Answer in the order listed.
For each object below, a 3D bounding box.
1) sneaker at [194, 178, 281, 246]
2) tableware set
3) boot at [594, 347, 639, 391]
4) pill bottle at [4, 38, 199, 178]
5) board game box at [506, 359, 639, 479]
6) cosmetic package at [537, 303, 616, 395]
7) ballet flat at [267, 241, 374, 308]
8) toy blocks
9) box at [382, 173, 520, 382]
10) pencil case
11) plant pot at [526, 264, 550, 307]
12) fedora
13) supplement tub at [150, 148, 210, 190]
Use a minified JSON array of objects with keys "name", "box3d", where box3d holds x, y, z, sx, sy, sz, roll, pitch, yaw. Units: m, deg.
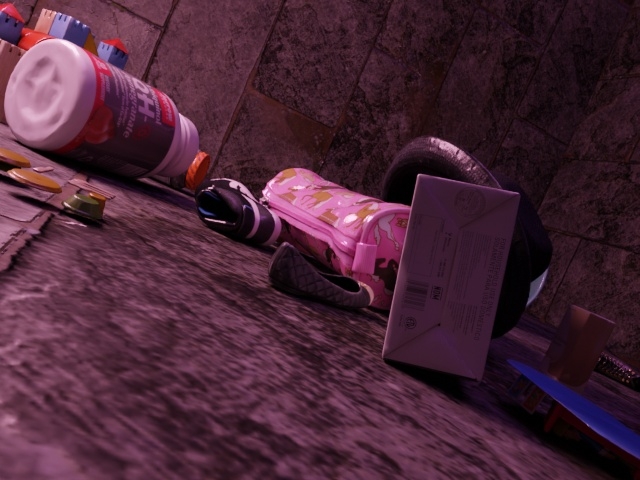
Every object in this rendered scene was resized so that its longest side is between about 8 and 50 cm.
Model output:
[{"name":"sneaker","box3d":[-0.169,-0.067,0.921,0.217,0.079,0.121,28,4,40]},{"name":"tableware set","box3d":[-0.279,-0.057,0.539,0.154,0.024,0.104,24,6,-13]},{"name":"boot","box3d":[0.678,0.288,1.325,0.198,0.077,0.137,21,9,-20]},{"name":"pill bottle","box3d":[-0.363,-0.209,0.997,0.176,0.176,0.318,25,4,24]},{"name":"board game box","box3d":[0.229,0.164,0.479,0.133,0.033,0.168,28,6,-23]},{"name":"cosmetic package","box3d":[0.344,0.150,0.763,0.041,0.115,0.060,23,3,-5]},{"name":"ballet flat","box3d":[0.010,0.046,0.651,0.057,0.049,0.173,28,5,43]},{"name":"toy blocks","box3d":[-0.545,-0.344,1.158,0.191,0.261,0.381,26,4,29]},{"name":"box","box3d":[0.132,0.032,0.610,0.087,0.169,0.290,11,0,9]},{"name":"pencil case","box3d":[0.033,-0.018,0.924,0.386,0.167,0.160,29,-34,58]},{"name":"plant pot","box3d":[0.492,0.052,1.817,0.341,0.341,0.334,23,-5,-19]},{"name":"fedora","box3d":[0.239,-0.017,0.879,0.152,0.334,0.334,-16,22,-24]},{"name":"supplement tub","box3d":[-0.360,-0.193,1.295,0.190,0.117,0.117,23,3,1]}]
